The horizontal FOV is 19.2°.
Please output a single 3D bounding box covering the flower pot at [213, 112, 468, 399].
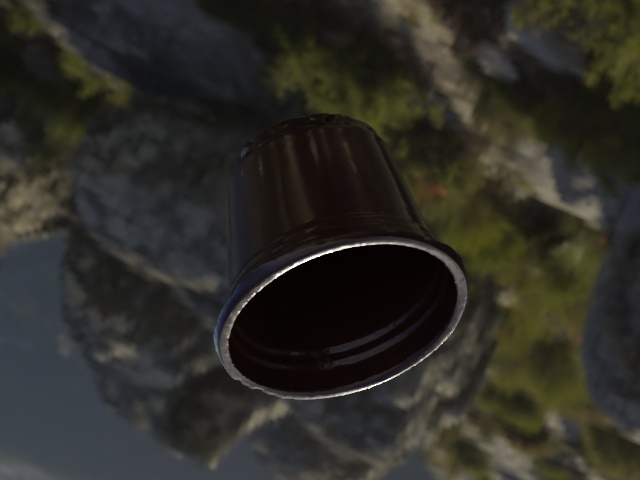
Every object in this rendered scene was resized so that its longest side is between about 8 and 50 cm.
[{"bbox_3d":[0.000,0.000,0.809,0.111,0.089,0.111,-11,143,-8],"label":"flower pot"}]
